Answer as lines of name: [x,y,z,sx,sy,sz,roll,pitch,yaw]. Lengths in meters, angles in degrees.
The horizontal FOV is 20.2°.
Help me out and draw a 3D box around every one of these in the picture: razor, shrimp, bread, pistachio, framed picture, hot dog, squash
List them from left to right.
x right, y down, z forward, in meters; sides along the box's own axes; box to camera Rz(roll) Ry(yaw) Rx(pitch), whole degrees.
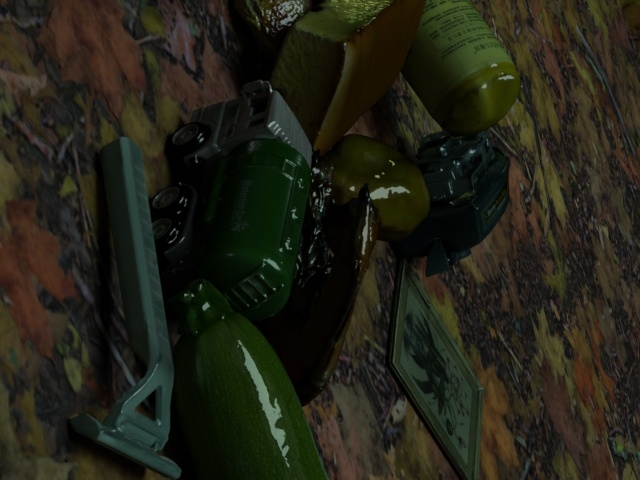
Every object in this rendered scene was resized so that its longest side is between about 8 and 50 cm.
razor: [-0.145,0.042,1.408,0.111,0.056,0.278,38,41,-52]
hot dog: [-0.054,-0.269,1.828,0.078,0.061,0.169,3,81,-24]
squash: [-0.037,0.215,1.469,0.395,0.107,0.107,67,23,-12]
shrimp: [0.000,0.000,1.620,0.054,0.222,0.290,11,52,-15]
bread: [0.030,-0.196,1.895,0.361,0.077,0.138,-49,159,-65]
pistachio: [0.059,-0.055,1.896,0.189,0.110,0.100,26,82,-62]
framed picture: [0.135,0.155,2.045,0.231,0.010,0.173,56,27,-35]

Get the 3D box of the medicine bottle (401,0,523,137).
medicine bottle: [0.138,-0.233,2.104,0.239,0.124,0.124,59,18,17]

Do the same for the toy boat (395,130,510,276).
toy boat: [0.163,-0.066,2.134,0.296,0.114,0.122,-52,131,-65]

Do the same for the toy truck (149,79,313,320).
toy truck: [-0.070,-0.028,1.548,0.101,0.125,0.242,56,26,-34]

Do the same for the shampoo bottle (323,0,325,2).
shampoo bottle: [0.012,-0.307,2.041,0.077,0.045,0.152,43,35,-54]
